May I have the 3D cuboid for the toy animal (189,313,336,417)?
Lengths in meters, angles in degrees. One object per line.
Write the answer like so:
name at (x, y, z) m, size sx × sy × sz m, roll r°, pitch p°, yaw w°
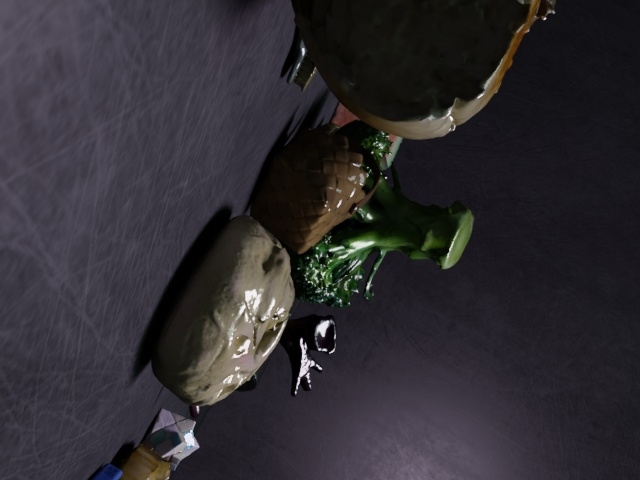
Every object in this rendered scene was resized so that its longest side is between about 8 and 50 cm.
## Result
toy animal at (-0.117, 0.120, 1.182) m, size 0.090 × 0.195 × 0.324 m, roll -10°, pitch 171°, yaw -43°

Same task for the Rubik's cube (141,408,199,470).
Rubik's cube at (-0.234, 0.315, 1.418) m, size 0.073 × 0.084 × 0.075 m, roll -67°, pitch 166°, yaw -46°

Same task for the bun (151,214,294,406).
bun at (-0.095, 0.079, 0.985) m, size 0.209 × 0.116 × 0.237 m, roll -61°, pitch 178°, yaw 12°

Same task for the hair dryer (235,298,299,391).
hair dryer at (-0.114, 0.112, 1.725) m, size 0.302 × 0.116 × 0.244 m, roll 106°, pitch 8°, yaw -51°

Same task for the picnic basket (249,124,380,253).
picnic basket at (0.005, -0.084, 1.169) m, size 0.178 × 0.128 × 0.137 m, roll -38°, pitch 166°, yaw -41°

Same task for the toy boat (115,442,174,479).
toy boat at (-0.251, 0.328, 1.251) m, size 0.088 × 0.068 × 0.226 m, roll -56°, pitch 178°, yaw -13°

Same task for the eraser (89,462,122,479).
eraser at (-0.262, 0.300, 1.051) m, size 0.063 × 0.027 × 0.085 m, roll -61°, pitch 179°, yaw 2°

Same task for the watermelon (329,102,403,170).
watermelon at (0.115, -0.271, 1.773) m, size 0.318 × 0.148 × 0.226 m, roll -64°, pitch 172°, yaw -9°

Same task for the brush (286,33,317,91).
brush at (-0.001, -0.199, 0.769) m, size 0.062 × 0.027 × 0.266 m, roll -62°, pitch 179°, yaw -15°

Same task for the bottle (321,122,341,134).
bottle at (0.007, -0.164, 1.532) m, size 0.101 × 0.047 × 0.063 m, roll -55°, pitch 164°, yaw -67°

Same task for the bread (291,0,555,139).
bread at (0.094, -0.220, 0.620) m, size 0.314 × 0.171 × 0.192 m, roll -64°, pitch 171°, yaw 3°

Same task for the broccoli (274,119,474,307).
broccoli at (0.060, -0.023, 1.339) m, size 0.297 × 0.297 × 0.297 m, roll -48°, pitch 149°, yaw -42°
